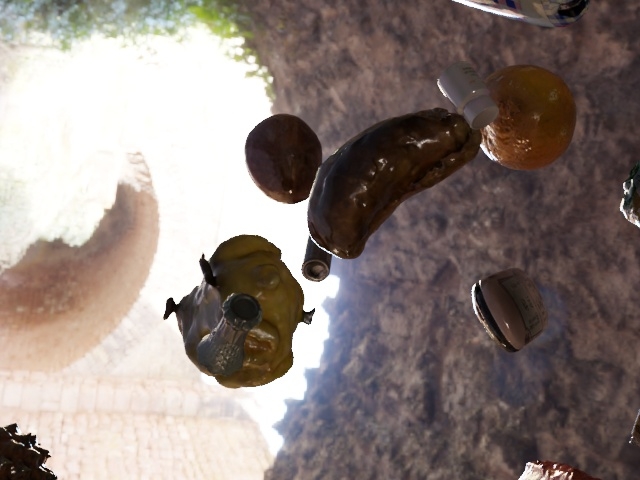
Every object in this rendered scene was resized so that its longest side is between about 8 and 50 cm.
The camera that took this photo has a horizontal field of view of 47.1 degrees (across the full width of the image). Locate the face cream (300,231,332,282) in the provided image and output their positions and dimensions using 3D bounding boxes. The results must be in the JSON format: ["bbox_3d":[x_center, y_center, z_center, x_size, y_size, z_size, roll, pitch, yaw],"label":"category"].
[{"bbox_3d":[0.000,0.000,1.891,0.283,0.073,0.073,-80,-171,-57],"label":"face cream"}]

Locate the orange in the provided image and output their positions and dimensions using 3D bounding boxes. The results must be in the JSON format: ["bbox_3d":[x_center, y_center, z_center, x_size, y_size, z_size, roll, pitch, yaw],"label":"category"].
[{"bbox_3d":[0.407,-0.246,1.470,0.219,0.193,0.219,59,8,-14],"label":"orange"}]

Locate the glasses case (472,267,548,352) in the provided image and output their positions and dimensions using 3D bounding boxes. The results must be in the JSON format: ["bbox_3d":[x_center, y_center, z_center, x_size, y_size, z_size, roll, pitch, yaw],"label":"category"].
[{"bbox_3d":[0.313,0.108,1.194,0.075,0.314,0.122,-32,-102,21],"label":"glasses case"}]

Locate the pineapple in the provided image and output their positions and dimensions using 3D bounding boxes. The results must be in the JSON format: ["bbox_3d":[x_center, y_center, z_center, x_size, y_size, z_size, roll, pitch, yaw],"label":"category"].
[{"bbox_3d":[-0.421,0.309,0.939,0.166,0.193,0.166,-35,-137,41],"label":"pineapple"}]

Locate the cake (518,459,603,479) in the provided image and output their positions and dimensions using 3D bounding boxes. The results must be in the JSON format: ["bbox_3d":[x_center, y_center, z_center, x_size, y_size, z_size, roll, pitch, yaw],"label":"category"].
[{"bbox_3d":[0.538,0.649,1.522,0.270,0.269,0.319,136,-24,-79],"label":"cake"}]

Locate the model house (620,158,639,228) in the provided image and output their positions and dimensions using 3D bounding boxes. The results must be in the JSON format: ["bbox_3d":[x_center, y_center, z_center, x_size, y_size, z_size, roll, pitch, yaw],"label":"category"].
[{"bbox_3d":[0.670,-0.111,0.992,0.334,0.382,0.342,-114,-142,-64],"label":"model house"}]

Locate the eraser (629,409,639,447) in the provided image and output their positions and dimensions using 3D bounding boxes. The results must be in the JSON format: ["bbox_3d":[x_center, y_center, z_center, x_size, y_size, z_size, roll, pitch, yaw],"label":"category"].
[{"bbox_3d":[0.650,0.294,1.354,0.144,0.078,0.343,-52,150,-16],"label":"eraser"}]

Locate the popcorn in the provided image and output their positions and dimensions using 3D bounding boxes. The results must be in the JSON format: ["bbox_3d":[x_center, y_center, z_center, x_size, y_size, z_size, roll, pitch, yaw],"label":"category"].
[{"bbox_3d":[-0.143,0.135,1.438,0.316,0.281,0.297,-173,-87,-69],"label":"popcorn"}]

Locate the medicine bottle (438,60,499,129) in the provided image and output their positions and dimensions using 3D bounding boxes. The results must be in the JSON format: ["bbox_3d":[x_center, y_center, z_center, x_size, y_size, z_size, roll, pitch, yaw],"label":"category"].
[{"bbox_3d":[0.202,-0.198,0.999,0.089,0.052,0.052,63,-35,27],"label":"medicine bottle"}]

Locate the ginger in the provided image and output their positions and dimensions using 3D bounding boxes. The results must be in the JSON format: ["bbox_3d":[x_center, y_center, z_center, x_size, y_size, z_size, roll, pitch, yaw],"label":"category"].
[{"bbox_3d":[0.100,-0.116,1.203,0.321,0.165,0.172,-41,-116,3],"label":"ginger"}]

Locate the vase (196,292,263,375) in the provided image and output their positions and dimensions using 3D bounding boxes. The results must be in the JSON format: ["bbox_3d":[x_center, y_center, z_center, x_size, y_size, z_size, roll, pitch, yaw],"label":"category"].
[{"bbox_3d":[-0.136,0.141,1.133,0.148,0.081,0.081,122,-30,-48],"label":"vase"}]

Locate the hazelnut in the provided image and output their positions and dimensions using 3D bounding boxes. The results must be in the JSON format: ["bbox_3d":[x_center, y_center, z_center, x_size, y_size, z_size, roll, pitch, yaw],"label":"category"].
[{"bbox_3d":[-0.077,-0.182,1.646,0.214,0.176,0.214,58,-13,22],"label":"hazelnut"}]

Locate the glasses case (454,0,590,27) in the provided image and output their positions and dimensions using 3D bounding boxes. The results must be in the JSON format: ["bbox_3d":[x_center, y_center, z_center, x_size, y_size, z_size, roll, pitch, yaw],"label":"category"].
[{"bbox_3d":[0.222,-0.374,1.002,0.076,0.125,0.327,-47,-132,-6],"label":"glasses case"}]
